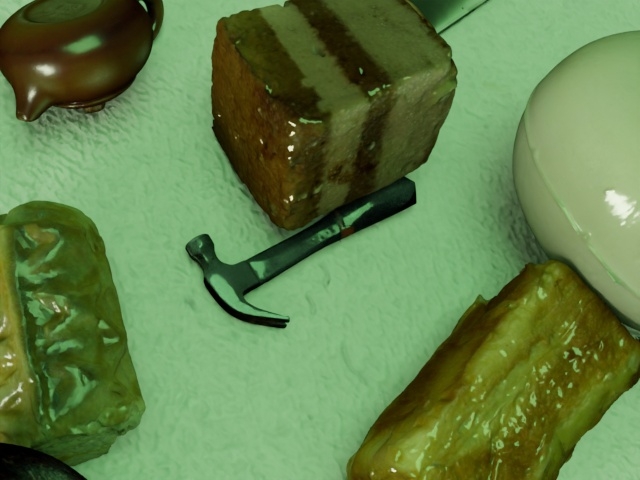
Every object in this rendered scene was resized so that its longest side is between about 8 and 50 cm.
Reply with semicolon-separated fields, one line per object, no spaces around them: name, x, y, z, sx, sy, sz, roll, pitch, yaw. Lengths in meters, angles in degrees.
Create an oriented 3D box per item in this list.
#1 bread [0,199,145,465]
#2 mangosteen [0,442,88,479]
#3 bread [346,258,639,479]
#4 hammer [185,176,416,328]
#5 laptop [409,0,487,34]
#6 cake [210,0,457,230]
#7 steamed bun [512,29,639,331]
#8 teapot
bread;-0.275;0.088;0.899;0.152;0.130;0.268;-14;72;-9
mangosteen;-0.298;0.306;0.741;0.288;0.288;0.288;5;68;-11
bread;0.188;0.188;0.957;0.344;0.149;0.195;-42;94;-25
hammer;0.000;0.000;1.046;0.290;0.037;0.137;-28;77;-21
laptop;0.116;-0.411;1.250;0.187;0.015;0.269;-37;81;-23
cake;0.035;-0.165;1.025;0.293;0.196;0.199;-23;56;-23
steamed bun;0.398;-0.064;1.017;0.334;0.334;0.374;-34;83;-23
teapot;-0.267;-0.220;1.035;0.178;0.135;0.252;18;42;26
